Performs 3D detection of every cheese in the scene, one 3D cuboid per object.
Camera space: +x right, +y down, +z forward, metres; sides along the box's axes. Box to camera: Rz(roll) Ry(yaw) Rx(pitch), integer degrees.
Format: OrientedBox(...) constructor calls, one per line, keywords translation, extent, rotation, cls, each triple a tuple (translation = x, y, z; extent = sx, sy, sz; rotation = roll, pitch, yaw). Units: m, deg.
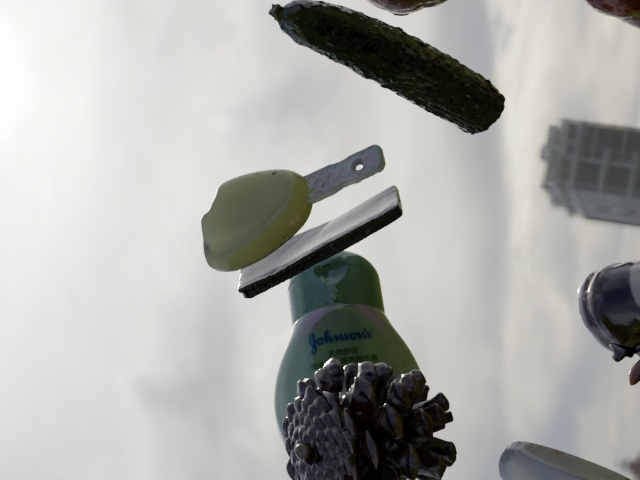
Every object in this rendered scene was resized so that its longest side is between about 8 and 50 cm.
OrientedBox(translation=(-0.034, -0.055, 1.616), extent=(0.050, 0.255, 0.127), rotation=(45, -154, -47), cls="cheese")

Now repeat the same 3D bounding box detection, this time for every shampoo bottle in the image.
OrientedBox(translation=(0.035, 0.174, 1.926), extent=(0.151, 0.222, 0.349), rotation=(78, -176, -58), cls="shampoo bottle")

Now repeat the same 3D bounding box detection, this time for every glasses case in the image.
OrientedBox(translation=(0.272, 0.265, 1.416), extent=(0.041, 0.164, 0.063), rotation=(-48, -32, -47), cls="glasses case")

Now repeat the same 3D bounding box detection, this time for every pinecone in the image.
OrientedBox(translation=(0.058, 0.226, 1.449), extent=(0.208, 0.208, 0.207), rotation=(9, -90, -73), cls="pinecone")

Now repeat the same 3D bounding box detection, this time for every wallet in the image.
OrientedBox(translation=(0.000, 0.001, 1.764), extent=(0.025, 0.244, 0.124), rotation=(59, -172, -17), cls="wallet")

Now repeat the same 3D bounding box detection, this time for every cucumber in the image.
OrientedBox(translation=(0.069, -0.181, 1.298), extent=(0.293, 0.067, 0.067), rotation=(22, -104, -38), cls="cucumber")

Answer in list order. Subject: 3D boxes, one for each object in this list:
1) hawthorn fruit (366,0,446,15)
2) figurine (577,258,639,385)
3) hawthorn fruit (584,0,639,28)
OrientedBox(translation=(0.133, -0.430, 1.864), extent=(0.230, 0.210, 0.266), rotation=(-48, -4, 4), cls="hawthorn fruit")
OrientedBox(translation=(0.381, 0.122, 1.021), extent=(0.323, 0.320, 0.196), rotation=(32, -81, -32), cls="figurine")
OrientedBox(translation=(0.291, -0.292, 1.178), extent=(0.162, 0.163, 0.203), rotation=(74, 180, -54), cls="hawthorn fruit")
